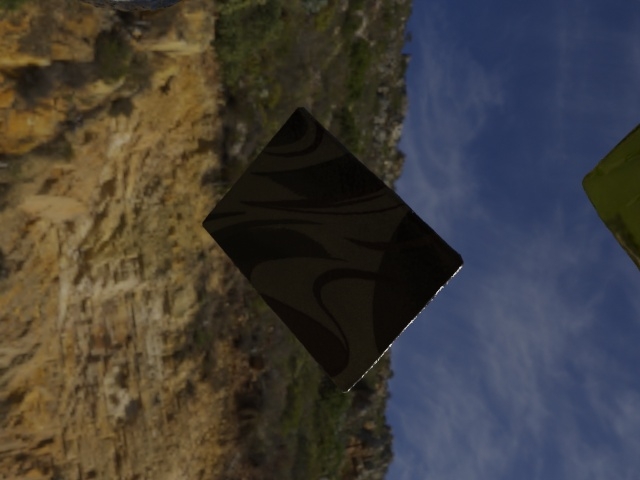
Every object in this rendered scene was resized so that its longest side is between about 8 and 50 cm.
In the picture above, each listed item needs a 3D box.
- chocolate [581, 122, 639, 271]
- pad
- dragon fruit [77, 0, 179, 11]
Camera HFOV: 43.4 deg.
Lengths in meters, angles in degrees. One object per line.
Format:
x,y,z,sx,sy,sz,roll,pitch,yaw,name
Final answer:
0.345,-0.006,0.442,0.301,0.137,0.289,62,-33,19,chocolate
0.000,0.000,1.017,0.220,0.004,0.330,-50,-120,10,pad
-0.265,-0.397,0.943,0.221,0.204,0.283,-160,-127,-70,dragon fruit
